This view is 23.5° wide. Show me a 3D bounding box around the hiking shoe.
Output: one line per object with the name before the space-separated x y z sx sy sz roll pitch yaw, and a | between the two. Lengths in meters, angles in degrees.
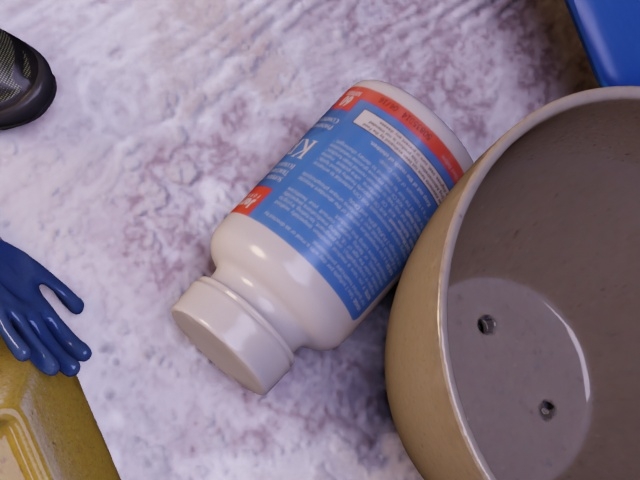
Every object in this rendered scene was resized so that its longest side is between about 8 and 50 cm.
hiking shoe | -0.288 -0.143 1.050 0.227 0.114 0.086 23 78 -11

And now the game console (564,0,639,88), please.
game console | 0.266 -0.281 1.220 0.293 0.250 0.173 -26 131 -17

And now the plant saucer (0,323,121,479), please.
plant saucer | -0.266 0.258 1.023 0.333 0.081 0.332 -23 89 -17

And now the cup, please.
cup | 0.173 0.085 1.066 0.331 0.237 0.331 6 75 -23

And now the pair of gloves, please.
pair of gloves | -0.242 0.038 1.030 0.159 0.023 0.198 54 29 15

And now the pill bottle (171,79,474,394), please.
pill bottle | 0.000 0.000 1.103 0.124 0.124 0.221 44 73 -6
